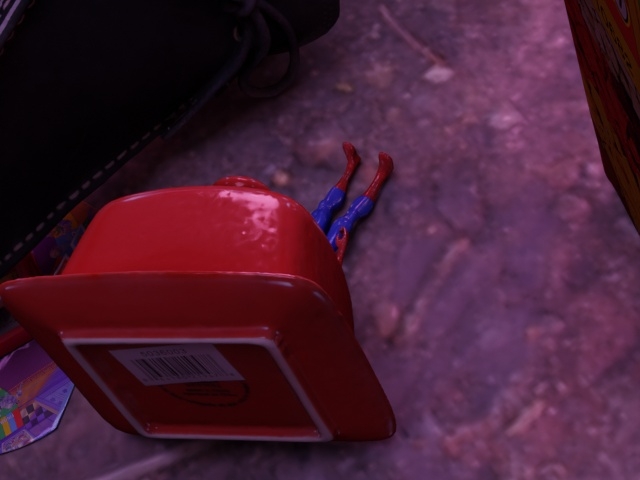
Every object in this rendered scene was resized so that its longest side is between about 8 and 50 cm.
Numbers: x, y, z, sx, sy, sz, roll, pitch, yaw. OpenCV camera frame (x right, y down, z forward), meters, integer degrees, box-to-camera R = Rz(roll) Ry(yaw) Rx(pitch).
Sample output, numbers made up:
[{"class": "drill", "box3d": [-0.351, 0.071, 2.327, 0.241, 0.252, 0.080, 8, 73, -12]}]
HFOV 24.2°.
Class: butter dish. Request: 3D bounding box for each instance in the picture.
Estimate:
[{"class": "butter dish", "box3d": [-0.047, 0.022, 0.724, 0.160, 0.160, 0.118, -1, 58, 19]}]

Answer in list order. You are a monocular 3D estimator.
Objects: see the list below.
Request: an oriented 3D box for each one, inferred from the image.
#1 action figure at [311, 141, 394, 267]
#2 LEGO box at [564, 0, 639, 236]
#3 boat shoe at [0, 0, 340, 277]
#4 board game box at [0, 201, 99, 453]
[{"class": "action figure", "box3d": [0.000, 0.000, 0.799, 0.038, 0.030, 0.115, 19, 71, 23]}, {"class": "LEGO box", "box3d": [0.348, -0.141, 0.555, 0.500, 0.372, 0.193, -21, 56, 5]}, {"class": "boat shoe", "box3d": [-0.076, -0.160, 0.821, 0.156, 0.187, 0.500, 22, 61, 26]}, {"class": "board game box", "box3d": [-0.189, 0.037, 0.838, 0.133, 0.033, 0.169, 9, 64, 23]}]
